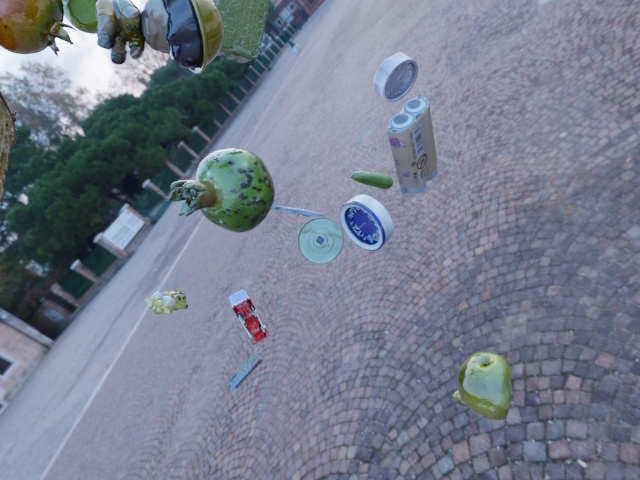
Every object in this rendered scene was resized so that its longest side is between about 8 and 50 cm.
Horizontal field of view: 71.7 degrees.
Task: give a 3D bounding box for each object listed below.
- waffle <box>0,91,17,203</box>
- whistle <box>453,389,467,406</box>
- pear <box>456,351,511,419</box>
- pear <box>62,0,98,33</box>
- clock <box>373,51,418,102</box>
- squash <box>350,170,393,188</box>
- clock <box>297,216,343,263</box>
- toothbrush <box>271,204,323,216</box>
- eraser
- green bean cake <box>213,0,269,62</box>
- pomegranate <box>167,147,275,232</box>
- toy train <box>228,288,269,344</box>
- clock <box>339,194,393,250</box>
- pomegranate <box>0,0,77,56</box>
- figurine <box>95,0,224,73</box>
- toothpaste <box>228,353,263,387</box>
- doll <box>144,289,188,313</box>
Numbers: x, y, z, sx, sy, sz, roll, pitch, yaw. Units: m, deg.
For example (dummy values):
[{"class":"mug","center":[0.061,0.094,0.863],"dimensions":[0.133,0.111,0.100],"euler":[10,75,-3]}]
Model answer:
[{"class":"waffle","center":[-0.893,-0.272,1.167],"dimensions":[0.348,0.077,0.304],"euler":[147,125,-63]},{"class":"whistle","center":[0.393,0.390,1.126],"dimensions":[0.109,0.057,0.046],"euler":[-17,58,11]},{"class":"pear","center":[0.348,0.311,0.956],"dimensions":[0.104,0.141,0.141],"euler":[2,42,15]},{"class":"pear","center":[-0.699,-0.769,1.317],"dimensions":[0.255,0.163,0.238],"euler":[117,144,-48]},{"class":"clock","center":[0.321,-0.694,1.889],"dimensions":[0.197,0.197,0.068],"euler":[-46,61,10]},{"class":"squash","center":[0.223,-0.264,1.910],"dimensions":[0.066,0.201,0.066],"euler":[-172,90,-71]},{"class":"clock","center":[0.000,0.000,2.208],"dimensions":[0.235,0.235,0.029],"euler":[-48,-12,3]},{"class":"toothbrush","center":[-0.193,-0.137,1.833],"dimensions":[0.035,0.413,0.042],"euler":[-53,-27,-77]},{"class":"eraser","center":[0.304,-0.294,1.421],"dimensions":[0.087,0.291,0.171],"euler":[31,70,36]},{"class":"green bean cake","center":[-0.290,-0.683,1.342],"dimensions":[0.124,0.232,0.236],"euler":[20,99,57]},{"class":"pomegranate","center":[-0.253,-0.112,1.184],"dimensions":[0.231,0.231,0.286],"euler":[-26,18,47]},{"class":"toy train","center":[-0.289,0.311,1.797],"dimensions":[0.082,0.204,0.131],"euler":[-28,29,-13]},{"class":"clock","center":[0.185,-0.073,1.798],"dimensions":[0.083,0.230,0.230],"euler":[-41,14,-28]},{"class":"pomegranate","center":[-0.770,-0.590,1.147],"dimensions":[0.221,0.256,0.221],"euler":[-50,21,28]},{"class":"figurine","center":[-0.337,-0.461,0.945],"dimensions":[0.192,0.256,0.167],"euler":[118,152,-66]},{"class":"toothpaste","center":[-0.376,0.654,2.222],"dimensions":[0.193,0.044,0.070],"euler":[-48,-21,-4]},{"class":"doll","center":[-0.600,0.242,1.748],"dimensions":[0.291,0.117,0.086],"euler":[74,-139,-87]}]
